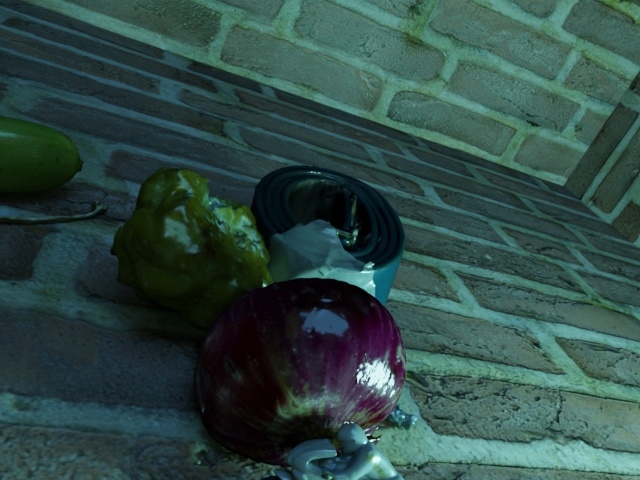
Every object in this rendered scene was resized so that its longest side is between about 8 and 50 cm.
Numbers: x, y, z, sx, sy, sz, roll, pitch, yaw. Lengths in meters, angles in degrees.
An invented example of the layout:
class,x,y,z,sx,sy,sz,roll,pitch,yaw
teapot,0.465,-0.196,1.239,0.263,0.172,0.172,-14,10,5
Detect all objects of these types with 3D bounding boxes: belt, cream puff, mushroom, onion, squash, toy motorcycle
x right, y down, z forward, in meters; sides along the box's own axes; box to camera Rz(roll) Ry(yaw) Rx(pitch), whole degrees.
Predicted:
class,x,y,z,sx,sy,sz,roll,pitch,yaw
belt,0.000,0.000,1.136,0.300,0.173,0.436,12,24,-7
cream puff,-0.206,0.021,0.897,0.282,0.185,0.281,49,20,-25
mushroom,-0.479,-0.038,0.958,0.028,0.025,0.286,21,23,31
onion,-0.025,0.155,0.762,0.256,0.230,0.272,-4,45,-45
squash,-0.538,-0.145,0.989,0.247,0.132,0.132,-2,37,-47
toy motorcycle,0.036,0.290,0.662,0.229,0.151,0.074,18,-7,-3

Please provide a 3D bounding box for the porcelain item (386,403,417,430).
class,x,y,z,sx,sy,sz,roll,pitch,yaw
porcelain item,0.108,0.263,0.895,0.083,0.028,0.036,29,28,10
